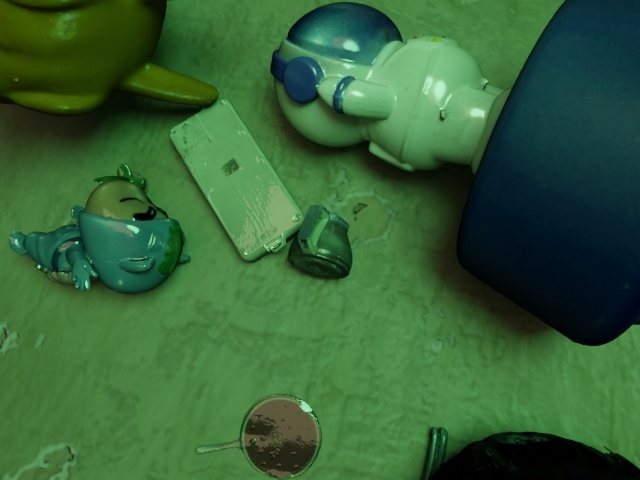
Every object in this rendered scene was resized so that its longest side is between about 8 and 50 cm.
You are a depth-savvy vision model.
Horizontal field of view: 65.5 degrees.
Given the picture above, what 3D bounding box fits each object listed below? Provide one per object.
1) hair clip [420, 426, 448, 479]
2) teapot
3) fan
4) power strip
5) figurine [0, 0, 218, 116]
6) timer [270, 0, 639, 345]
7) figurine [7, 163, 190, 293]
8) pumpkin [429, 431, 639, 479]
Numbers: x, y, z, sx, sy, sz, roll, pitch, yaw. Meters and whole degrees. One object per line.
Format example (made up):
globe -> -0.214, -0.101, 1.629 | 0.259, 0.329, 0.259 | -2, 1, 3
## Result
hair clip -> 0.067, 0.286, 0.476 | 0.070, 0.039, 0.230 | 34, 81, 9
teapot -> 0.000, 0.000, 0.502 | 0.066, 0.088, 0.057 | 6, 67, 21
fan -> -0.065, 0.206, 0.513 | 0.133, 0.005, 0.085 | -11, 81, 3
power strip -> -0.092, -0.068, 0.545 | 0.081, 0.035, 0.192 | -33, 79, 0
figurine -> -0.269, -0.306, 0.476 | 0.400, 0.268, 0.387 | -34, 71, -4
timer -> 0.120, -0.112, 0.444 | 0.383, 0.270, 0.271 | 27, 84, 22
figurine -> -0.230, -0.014, 0.520 | 0.178, 0.114, 0.145 | -6, 79, 13
pumpkin -> 0.182, 0.273, 0.399 | 0.232, 0.163, 0.233 | 0, 80, 2
